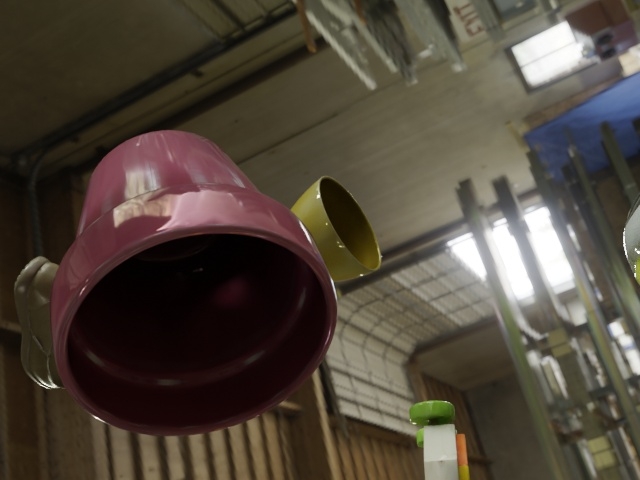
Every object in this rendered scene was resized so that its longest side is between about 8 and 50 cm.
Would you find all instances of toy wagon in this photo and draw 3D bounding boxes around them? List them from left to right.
[{"bbox_3d":[0.162,0.366,1.114,0.344,0.068,0.267,68,-161,-62],"label":"toy wagon"}]

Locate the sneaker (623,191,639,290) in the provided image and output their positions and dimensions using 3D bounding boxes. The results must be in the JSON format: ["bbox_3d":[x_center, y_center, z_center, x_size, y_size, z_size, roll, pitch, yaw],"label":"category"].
[{"bbox_3d":[0.259,0.124,0.430,0.384,0.145,0.147,57,-142,-23],"label":"sneaker"}]

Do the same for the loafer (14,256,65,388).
[{"bbox_3d":[-0.218,0.079,0.734,0.148,0.050,0.056,92,-156,-46],"label":"loafer"}]

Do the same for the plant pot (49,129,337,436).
[{"bbox_3d":[-0.106,0.016,0.669,0.201,0.201,0.180,49,-169,-42],"label":"plant pot"}]

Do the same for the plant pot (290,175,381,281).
[{"bbox_3d":[0.000,0.000,1.100,0.134,0.095,0.134,47,-155,-30],"label":"plant pot"}]
